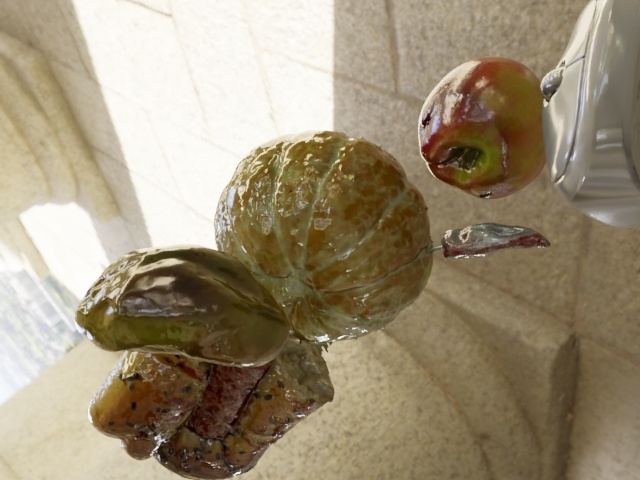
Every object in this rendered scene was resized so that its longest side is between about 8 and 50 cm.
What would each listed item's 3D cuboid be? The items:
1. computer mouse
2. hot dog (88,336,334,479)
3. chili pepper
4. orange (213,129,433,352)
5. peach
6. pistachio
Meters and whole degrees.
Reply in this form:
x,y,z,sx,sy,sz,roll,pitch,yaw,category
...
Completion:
x,y,z,sx,sy,sz,roll,pitch,yaw,category
0.279,-0.119,0.714,0.121,0.184,0.297,9,175,37,computer mouse
-0.217,0.286,1.329,0.367,0.365,0.196,36,-155,-25,hot dog
0.209,0.000,0.912,0.153,0.050,0.041,-8,143,27,chili pepper
0.000,0.000,1.052,0.330,0.249,0.329,8,128,11,orange
0.228,-0.159,0.987,0.197,0.197,0.197,38,150,26,peach
-0.120,0.053,0.635,0.190,0.110,0.100,7,145,5,pistachio
